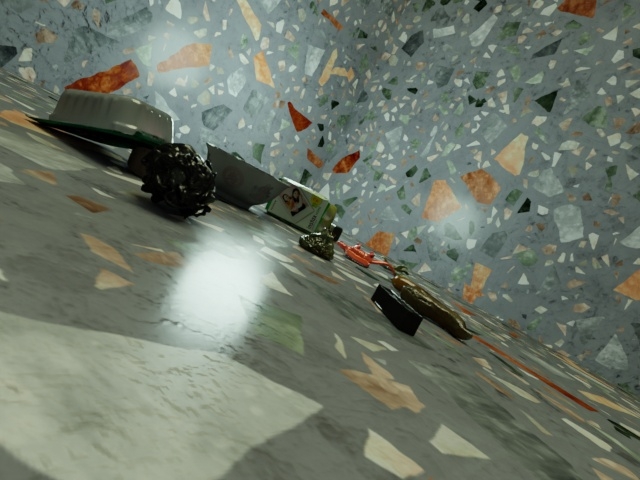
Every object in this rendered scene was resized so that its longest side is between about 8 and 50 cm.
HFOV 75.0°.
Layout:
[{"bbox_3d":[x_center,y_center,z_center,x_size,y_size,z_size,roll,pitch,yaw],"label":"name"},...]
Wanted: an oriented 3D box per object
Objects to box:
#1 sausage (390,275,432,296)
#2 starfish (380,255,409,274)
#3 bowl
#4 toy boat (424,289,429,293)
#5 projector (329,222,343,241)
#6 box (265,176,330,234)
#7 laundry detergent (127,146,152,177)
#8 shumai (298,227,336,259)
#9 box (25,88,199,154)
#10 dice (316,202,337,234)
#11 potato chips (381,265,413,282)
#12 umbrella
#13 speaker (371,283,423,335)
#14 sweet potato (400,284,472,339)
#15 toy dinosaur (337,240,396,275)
[{"bbox_3d":[0.324,0.176,1.451,0.183,0.054,0.062,32,36,20],"label":"sausage"},{"bbox_3d":[0.386,0.140,2.206,0.223,0.050,0.216,38,-9,-35],"label":"starfish"},{"bbox_3d":[-0.297,-0.218,1.562,0.345,0.157,0.345,27,6,-3],"label":"bowl"},{"bbox_3d":[0.416,0.215,1.659,0.038,0.038,0.083,25,6,-26],"label":"toy boat"},{"bbox_3d":[0.053,-0.048,2.146,0.082,0.083,0.083,31,6,39],"label":"projector"},{"bbox_3d":[-0.100,-0.149,1.817,0.250,0.180,0.103,26,1,-8],"label":"box"},{"bbox_3d":[-0.410,-0.190,1.125,0.171,0.076,0.237,24,4,2],"label":"laundry detergent"},{"bbox_3d":[0.000,0.000,1.313,0.123,0.087,0.099,25,7,-15],"label":"shumai"},{"bbox_3d":[-0.518,-0.304,1.069,0.336,0.106,0.264,13,1,18],"label":"box"},{"bbox_3d":[-0.030,-0.124,1.986,0.169,0.166,0.169,26,5,-11],"label":"dice"},{"bbox_3d":[0.374,0.163,2.042,0.207,0.028,0.092,32,5,28],"label":"potato chips"},{"bbox_3d":[-0.298,-0.126,0.870,0.154,0.128,0.336,42,-8,-24],"label":"umbrella"},{"bbox_3d":[0.162,0.145,0.910,0.040,0.046,0.191,26,5,-13],"label":"speaker"},{"bbox_3d":[0.317,0.199,1.149,0.233,0.062,0.081,35,23,32],"label":"sweet potato"},{"bbox_3d":[0.190,0.085,1.710,0.286,0.070,0.139,31,15,1],"label":"toy dinosaur"}]
